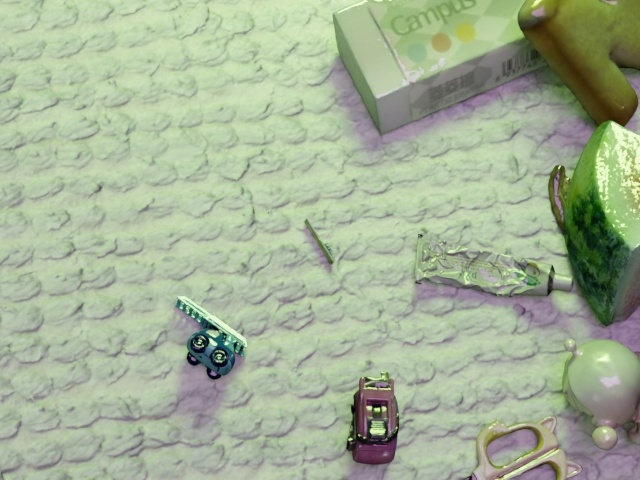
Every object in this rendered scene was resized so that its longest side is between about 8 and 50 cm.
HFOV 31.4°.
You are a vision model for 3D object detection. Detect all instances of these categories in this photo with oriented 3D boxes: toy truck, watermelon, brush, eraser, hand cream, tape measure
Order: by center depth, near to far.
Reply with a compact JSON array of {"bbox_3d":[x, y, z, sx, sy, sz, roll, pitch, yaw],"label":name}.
[{"bbox_3d":[0.078,0.273,1.715,0.074,0.118,0.125,4,58,-2],"label":"tape measure"},{"bbox_3d":[-0.183,0.149,1.754,0.136,0.063,0.074,35,55,6],"label":"toy truck"},{"bbox_3d":[0.501,-0.032,1.810,0.231,0.193,0.310,-1,63,20],"label":"watermelon"},{"bbox_3d":[0.278,0.049,1.829,0.256,0.050,0.084,8,73,3],"label":"hand cream"},{"bbox_3d":[0.000,0.000,1.830,0.013,0.016,0.084,-29,80,-25],"label":"brush"},{"bbox_3d":[0.235,-0.351,1.909,0.396,0.082,0.213,-25,79,-11],"label":"eraser"}]

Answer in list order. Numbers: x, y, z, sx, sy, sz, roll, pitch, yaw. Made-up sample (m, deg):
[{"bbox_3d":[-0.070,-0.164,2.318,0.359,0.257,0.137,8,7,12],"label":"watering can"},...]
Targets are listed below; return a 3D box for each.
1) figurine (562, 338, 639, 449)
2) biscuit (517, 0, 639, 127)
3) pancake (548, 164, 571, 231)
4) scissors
[{"bbox_3d":[0.473,0.245,1.749,0.256,0.144,0.182,27,78,5],"label":"figurine"},{"bbox_3d":[0.466,-0.347,1.882,0.291,0.062,0.237,47,72,-25],"label":"biscuit"},{"bbox_3d":[0.478,-0.066,1.891,0.190,0.020,0.184,-26,78,-10],"label":"pancake"},{"bbox_3d":[0.245,0.378,1.750,0.317,0.024,0.160,-24,79,-11],"label":"scissors"}]
